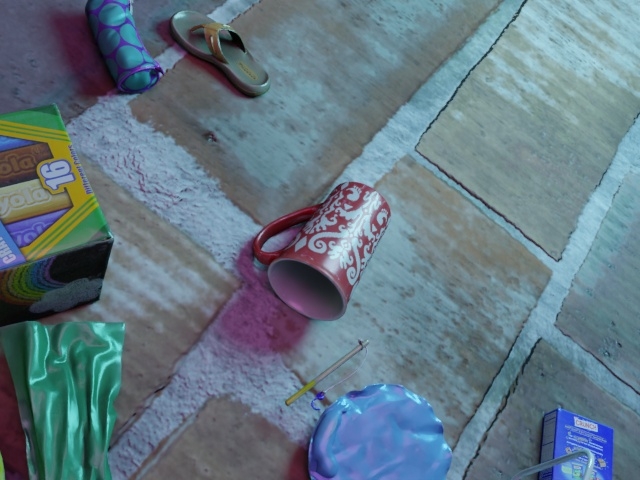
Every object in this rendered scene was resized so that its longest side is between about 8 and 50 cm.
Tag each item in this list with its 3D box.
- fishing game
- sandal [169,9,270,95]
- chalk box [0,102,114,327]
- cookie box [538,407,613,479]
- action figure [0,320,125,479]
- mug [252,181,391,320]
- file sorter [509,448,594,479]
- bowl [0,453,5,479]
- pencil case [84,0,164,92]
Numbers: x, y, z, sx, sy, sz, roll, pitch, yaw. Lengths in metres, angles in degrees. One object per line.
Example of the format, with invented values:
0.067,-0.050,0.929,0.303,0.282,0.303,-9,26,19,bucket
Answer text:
0.072,0.270,0.900,0.189,0.041,0.264,-39,88,-24,fishing game
-0.144,-0.290,1.094,0.180,0.049,0.072,41,58,3,sandal
-0.396,0.000,0.776,0.289,0.180,0.179,-17,72,-28,chalk box
0.346,0.294,0.987,0.092,0.040,0.107,22,59,-9,cookie box
-0.271,0.202,0.788,0.137,0.063,0.232,-1,61,-23,action figure
0.005,-0.003,0.972,0.150,0.113,0.169,36,54,-2,mug
0.342,0.406,0.844,0.278,0.193,0.173,38,54,1,file sorter
-0.442,0.223,0.630,0.289,0.156,0.289,4,58,-7,bowl
-0.278,-0.282,1.031,0.070,0.064,0.151,-24,74,-3,pencil case
